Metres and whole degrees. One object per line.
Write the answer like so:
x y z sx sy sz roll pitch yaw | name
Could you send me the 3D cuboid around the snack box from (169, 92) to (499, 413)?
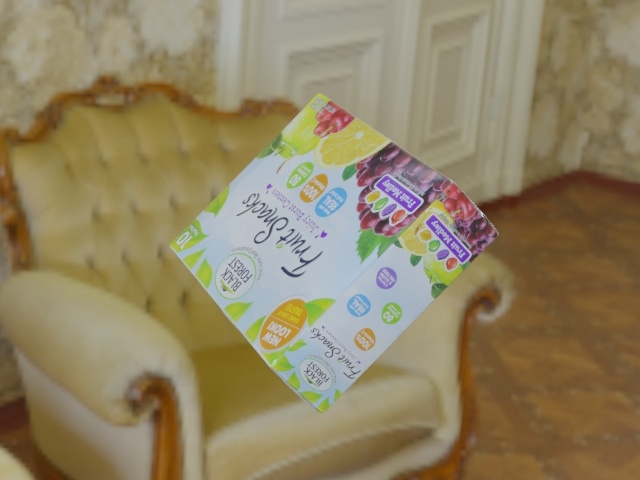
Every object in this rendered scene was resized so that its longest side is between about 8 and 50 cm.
0.000 0.000 0.640 0.037 0.100 0.141 44 -1 -29 | snack box
